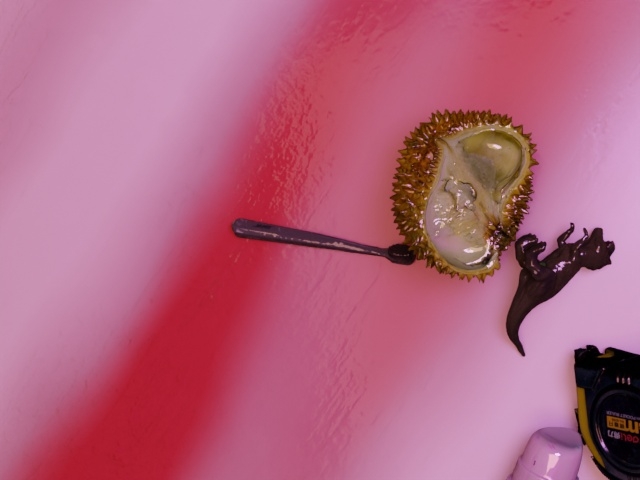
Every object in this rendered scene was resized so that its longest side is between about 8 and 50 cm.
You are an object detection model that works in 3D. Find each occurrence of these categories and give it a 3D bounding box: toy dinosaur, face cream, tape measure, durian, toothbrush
[{"bbox_3d":[0.344,0.072,1.328,0.187,0.087,0.178,-20,103,4],"label":"toy dinosaur"},{"bbox_3d":[0.287,0.430,1.337,0.102,0.102,0.345,18,104,13],"label":"face cream"},{"bbox_3d":[0.441,0.241,1.286,0.199,0.112,0.186,2,98,53],"label":"tape measure"},{"bbox_3d":[0.199,-0.068,1.318,0.200,0.176,0.236,8,99,0],"label":"durian"},{"bbox_3d":[0.000,0.000,1.453,0.298,0.030,0.030,9,68,16],"label":"toothbrush"}]
